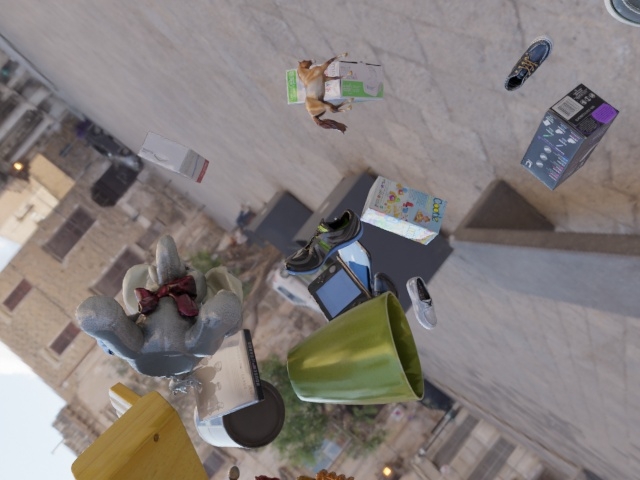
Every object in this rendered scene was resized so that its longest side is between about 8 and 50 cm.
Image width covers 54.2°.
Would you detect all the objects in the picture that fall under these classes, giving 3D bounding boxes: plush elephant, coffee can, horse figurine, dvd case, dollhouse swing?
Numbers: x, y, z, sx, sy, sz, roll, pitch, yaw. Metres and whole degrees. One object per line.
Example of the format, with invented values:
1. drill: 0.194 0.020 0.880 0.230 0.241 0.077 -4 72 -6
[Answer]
1. plush elephant: -0.286 0.118 1.214 0.329 0.272 0.255 94 169 -53
2. coffee can: -0.259 0.545 1.962 0.202 0.201 0.275 40 149 -13
3. horse figurine: 0.011 -0.438 1.850 0.175 0.263 0.066 -9 168 22
4. dvd case: -0.243 0.343 1.574 0.030 0.239 0.179 7 -118 -48
5. dollhouse swing: -0.388 0.508 1.267 0.305 0.315 0.346 1 119 34

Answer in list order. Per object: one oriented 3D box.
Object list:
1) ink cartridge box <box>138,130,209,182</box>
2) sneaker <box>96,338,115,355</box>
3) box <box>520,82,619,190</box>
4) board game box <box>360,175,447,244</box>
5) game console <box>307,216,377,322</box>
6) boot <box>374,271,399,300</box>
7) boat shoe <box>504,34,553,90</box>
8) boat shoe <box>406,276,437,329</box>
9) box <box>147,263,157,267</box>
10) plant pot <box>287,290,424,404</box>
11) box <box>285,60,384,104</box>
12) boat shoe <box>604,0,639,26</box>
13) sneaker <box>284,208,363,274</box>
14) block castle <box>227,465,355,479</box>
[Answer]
1. ink cartridge box: -0.389 -0.220 1.678 0.128 0.072 0.175 24 179 7
2. sneaker: -0.539 0.271 1.625 0.082 0.069 0.209 67 158 11
3. box: 0.744 -0.307 1.890 0.143 0.165 0.270 46 159 21
4. board game box: 0.311 -0.111 2.360 0.276 0.144 0.142 21 159 -3
5. game console: 0.054 0.107 2.022 0.173 0.250 0.293 47 -177 -33
6. boot: 0.191 0.272 2.257 0.091 0.229 0.262 11 125 40
7. boat shoe: 0.598 -0.503 1.798 0.065 0.083 0.183 34 152 2
8. boat shoe: 0.350 0.207 2.096 0.063 0.066 0.184 139 118 -65
9. box: -0.534 0.218 2.365 0.243 0.076 0.307 24 -169 -32
10. plant pot: 0.076 0.299 1.575 0.275 0.294 0.274 -19 -90 -75
11. box: 0.053 -0.536 2.146 0.231 0.126 0.262 3 -169 37
12. boat shoe: 0.681 -0.464 1.162 0.320 0.116 0.099 -4 -174 -16
13. sneaker: 0.000 0.000 1.241 0.067 0.188 0.078 36 155 48
14. block castle: -0.018 0.686 1.525 0.454 0.212 0.303 5 168 25
